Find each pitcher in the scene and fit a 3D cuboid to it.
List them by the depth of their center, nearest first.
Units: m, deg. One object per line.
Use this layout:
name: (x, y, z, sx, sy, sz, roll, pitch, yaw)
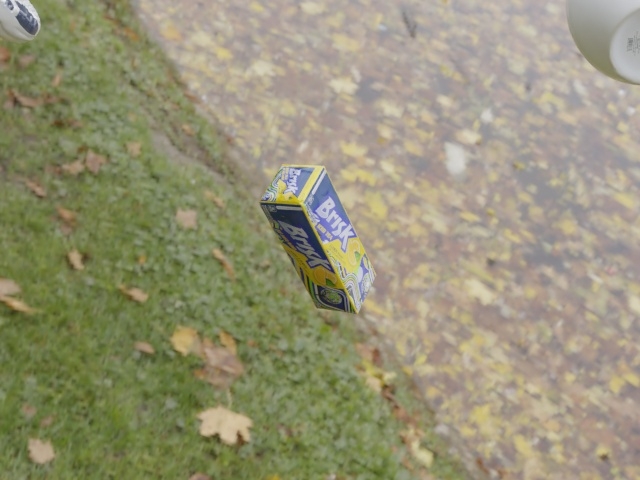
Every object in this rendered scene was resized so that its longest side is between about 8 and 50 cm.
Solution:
pitcher: (0.289, -0.212, 1.006, 0.126, 0.177, 0.207, -10, 39, 8)

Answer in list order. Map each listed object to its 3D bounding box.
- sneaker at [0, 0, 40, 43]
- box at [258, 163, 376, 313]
sneaker: (-0.396, -0.206, 1.007, 0.235, 0.153, 0.094, 23, 19, -24)
box: (0.000, 0.000, 1.118, 0.054, 0.169, 0.059, 4, 50, 32)
